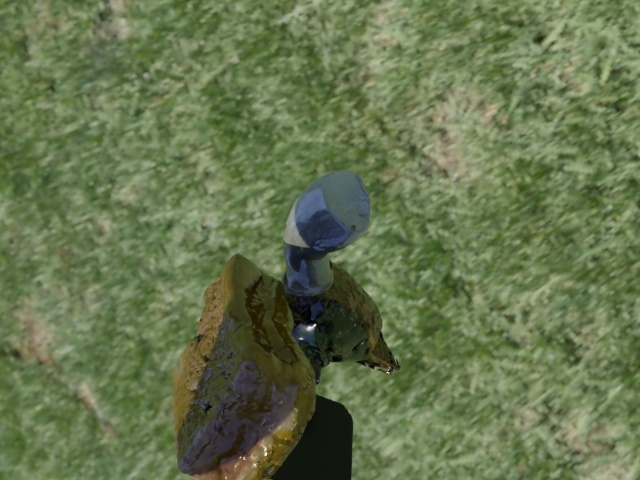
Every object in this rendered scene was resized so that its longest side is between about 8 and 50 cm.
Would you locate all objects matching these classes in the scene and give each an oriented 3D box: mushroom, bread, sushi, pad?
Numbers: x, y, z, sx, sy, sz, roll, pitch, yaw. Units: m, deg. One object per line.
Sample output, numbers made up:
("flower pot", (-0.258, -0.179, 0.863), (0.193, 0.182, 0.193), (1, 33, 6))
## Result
("mushroom", (-0.004, -0.001, 1.506), (0.092, 0.081, 0.223), (23, 144, -4))
("bread", (-0.098, 0.153, 1.396), (0.109, 0.380, 0.185), (29, 102, -16))
("sushi", (0.003, 0.125, 1.729), (0.149, 0.287, 0.140), (-19, 56, 15))
("pad", (-0.073, 0.355, 1.746), (0.250, 0.323, 0.055), (24, 156, -25))
